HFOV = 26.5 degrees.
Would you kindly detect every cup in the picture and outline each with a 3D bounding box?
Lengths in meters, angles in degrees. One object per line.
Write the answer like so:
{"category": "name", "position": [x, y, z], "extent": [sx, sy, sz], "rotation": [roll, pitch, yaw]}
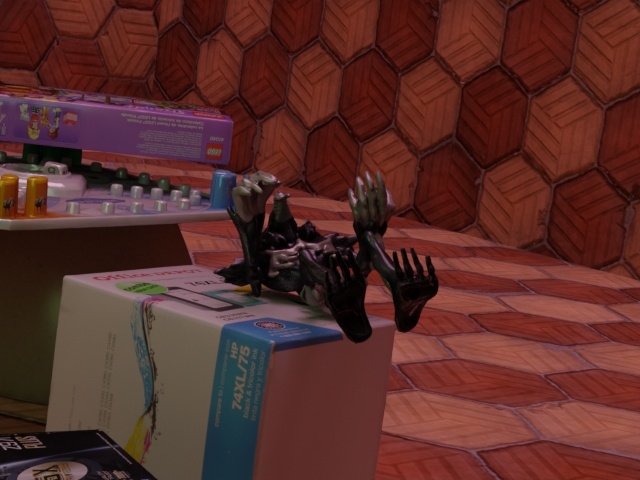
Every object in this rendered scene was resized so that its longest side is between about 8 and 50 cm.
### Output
{"category": "cup", "position": [-0.290, 0.049, 1.690], "extent": [0.331, 0.237, 0.331], "rotation": [7, 8, -1]}

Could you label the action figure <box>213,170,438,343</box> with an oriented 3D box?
{"category": "action figure", "position": [0.000, 0.000, 1.277], "extent": [0.164, 0.141, 0.275], "rotation": [-9, 17, -25]}

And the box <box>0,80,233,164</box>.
{"category": "box", "position": [-0.260, -0.147, 1.669], "extent": [0.293, 0.057, 0.201], "rotation": [6, 10, -10]}

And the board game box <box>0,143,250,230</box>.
{"category": "board game box", "position": [-0.326, -0.079, 1.544], "extent": [0.390, 0.050, 0.390], "rotation": [15, 12, 38]}

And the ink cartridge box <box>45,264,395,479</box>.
{"category": "ink cartridge box", "position": [-0.101, 0.149, 1.320], "extent": [0.270, 0.197, 0.198], "rotation": [14, 11, 35]}

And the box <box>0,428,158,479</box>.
{"category": "box", "position": [-0.225, 0.224, 1.137], "extent": [0.147, 0.078, 0.180], "rotation": [2, 11, -30]}
